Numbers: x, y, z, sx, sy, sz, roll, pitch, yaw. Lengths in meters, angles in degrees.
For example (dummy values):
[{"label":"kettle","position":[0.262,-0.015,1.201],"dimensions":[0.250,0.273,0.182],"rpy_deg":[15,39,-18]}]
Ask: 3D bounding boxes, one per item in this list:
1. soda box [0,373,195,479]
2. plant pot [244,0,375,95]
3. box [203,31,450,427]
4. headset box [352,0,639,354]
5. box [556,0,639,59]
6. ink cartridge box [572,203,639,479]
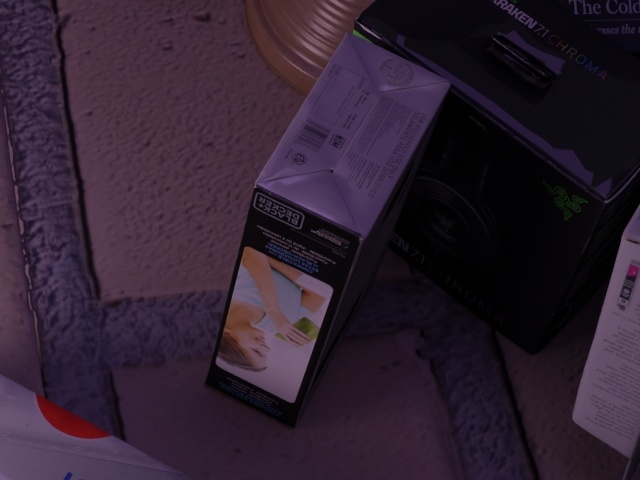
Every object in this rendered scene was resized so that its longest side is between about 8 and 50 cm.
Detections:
[{"label":"soda box","position":[-0.213,0.182,1.238],"dimensions":[0.286,0.091,0.098],"rpy_deg":[28,56,8]},{"label":"plant pot","position":[0.052,-0.243,1.555],"dimensions":[0.237,0.110,0.237],"rpy_deg":[4,57,-7]},{"label":"box","position":[0.000,0.000,1.279],"dimensions":[0.087,0.290,0.169],"rpy_deg":[26,55,5]},{"label":"headset box","position":[0.146,-0.079,1.355],"dimensions":[0.246,0.283,0.131],"rpy_deg":[39,64,14]},{"label":"box","position":[0.312,-0.308,1.503],"dimensions":[0.343,0.179,0.312],"rpy_deg":[-5,86,-18]},{"label":"ink cartridge box","position":[0.299,-0.004,1.318],"dimensions":[0.071,0.330,0.324],"rpy_deg":[26,55,15]}]
